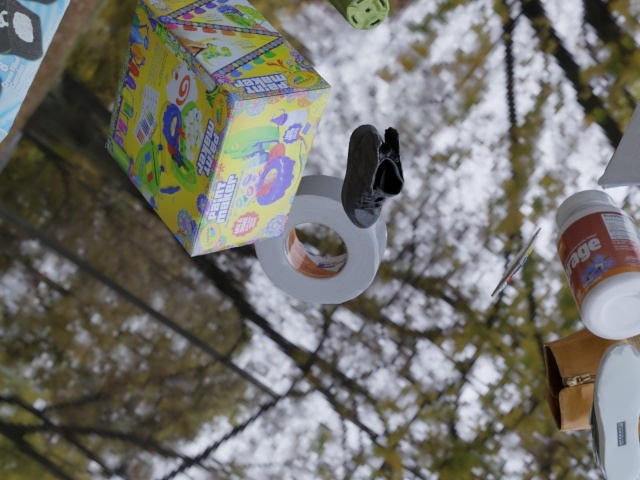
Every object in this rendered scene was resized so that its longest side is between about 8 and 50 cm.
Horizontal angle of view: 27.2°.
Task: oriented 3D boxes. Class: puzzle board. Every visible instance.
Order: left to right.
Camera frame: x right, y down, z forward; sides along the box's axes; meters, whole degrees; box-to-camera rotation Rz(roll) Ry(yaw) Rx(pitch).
[{"bbox_3d":[0.352,0.041,2.362,0.096,0.011,0.128,-53,176,-34],"label":"puzzle board"}]

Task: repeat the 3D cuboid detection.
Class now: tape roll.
[{"bbox_3d":[0.000,0.000,2.245,0.219,0.219,0.072,-42,-168,32],"label":"tape roll"}]

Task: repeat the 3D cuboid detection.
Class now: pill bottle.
[{"bbox_3d":[0.406,0.028,1.888,0.121,0.121,0.216,-45,-148,26],"label":"pill bottle"}]

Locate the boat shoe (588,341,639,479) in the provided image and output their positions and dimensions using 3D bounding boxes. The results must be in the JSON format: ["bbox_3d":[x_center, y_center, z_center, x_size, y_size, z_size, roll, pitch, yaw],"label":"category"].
[{"bbox_3d":[0.424,0.248,1.928,0.070,0.078,0.219,-134,-139,-69],"label":"boat shoe"}]

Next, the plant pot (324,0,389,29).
[{"bbox_3d":[0.043,-0.284,1.518,0.083,0.083,0.079,-46,-141,22],"label":"plant pot"}]

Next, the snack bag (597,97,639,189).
[{"bbox_3d":[0.582,-0.217,1.899,0.342,0.037,0.323,-1,-125,52],"label":"snack bag"}]

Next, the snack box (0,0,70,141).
[{"bbox_3d":[-0.477,-0.298,1.855,0.060,0.187,0.322,-36,-149,45],"label":"snack box"}]

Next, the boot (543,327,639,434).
[{"bbox_3d":[0.473,0.274,2.079,0.211,0.295,0.104,-17,173,-13],"label":"boot"}]

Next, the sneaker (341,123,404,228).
[{"bbox_3d":[0.064,-0.069,1.555,0.089,0.051,0.170,-124,-152,-50],"label":"sneaker"}]

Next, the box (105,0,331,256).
[{"bbox_3d":[-0.165,-0.183,2.003,0.279,0.177,0.290,49,-44,33],"label":"box"}]
